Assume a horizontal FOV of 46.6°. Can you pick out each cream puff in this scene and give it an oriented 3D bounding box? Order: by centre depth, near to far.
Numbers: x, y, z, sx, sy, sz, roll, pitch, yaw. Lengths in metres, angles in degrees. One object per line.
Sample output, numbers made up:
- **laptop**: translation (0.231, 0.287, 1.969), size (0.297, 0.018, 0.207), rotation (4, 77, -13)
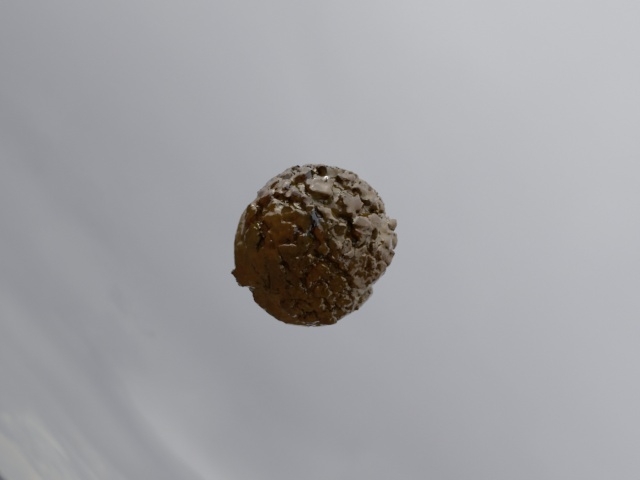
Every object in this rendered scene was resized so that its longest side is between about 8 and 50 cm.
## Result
- **cream puff**: translation (0.000, 0.000, 0.688), size (0.150, 0.165, 0.115), rotation (10, -26, -21)
